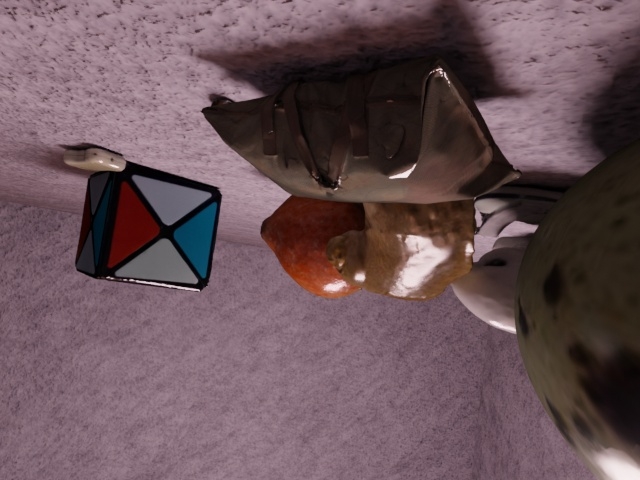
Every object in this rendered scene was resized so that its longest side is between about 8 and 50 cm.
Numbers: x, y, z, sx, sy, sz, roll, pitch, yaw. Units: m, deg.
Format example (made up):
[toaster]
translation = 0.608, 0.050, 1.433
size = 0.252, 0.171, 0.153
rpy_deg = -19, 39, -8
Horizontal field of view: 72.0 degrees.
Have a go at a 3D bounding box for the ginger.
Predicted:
[ginger]
translation = 0.108, -0.010, 0.606
size = 0.221, 0.130, 0.275
rpy_deg = -6, 131, 26

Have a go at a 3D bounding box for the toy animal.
[toy animal]
translation = 0.369, 0.086, 0.704
size = 0.357, 0.194, 0.258
rpy_deg = -7, -137, -48

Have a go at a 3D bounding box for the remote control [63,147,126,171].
[remote control]
translation = -0.435, -0.155, 0.848
size = 0.122, 0.032, 0.074
rpy_deg = 6, 173, 32

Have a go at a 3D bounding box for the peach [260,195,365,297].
[peach]
translation = 0.000, 0.000, 0.821
size = 0.233, 0.232, 0.232
rpy_deg = 9, 174, 1

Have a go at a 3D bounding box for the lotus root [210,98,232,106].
[lotus root]
translation = -0.096, -0.139, 0.524
size = 0.083, 0.030, 0.037
rpy_deg = 16, 172, -43

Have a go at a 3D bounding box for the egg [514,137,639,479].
[egg]
translation = 0.342, 0.067, 0.350
size = 0.345, 0.345, 0.428
rpy_deg = 8, 177, 9

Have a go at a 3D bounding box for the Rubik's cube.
[Rubik's cube]
translation = -0.403, -0.023, 1.029
size = 0.248, 0.250, 0.246
rpy_deg = 11, 174, -40

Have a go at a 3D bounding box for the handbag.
[handbag]
translation = 0.029, -0.093, 0.411
size = 0.270, 0.117, 0.182
rpy_deg = 6, 165, 33

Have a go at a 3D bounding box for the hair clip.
[hair clip]
translation = 0.314, -0.046, 0.707
size = 0.140, 0.054, 0.220
rpy_deg = 13, 171, 1
